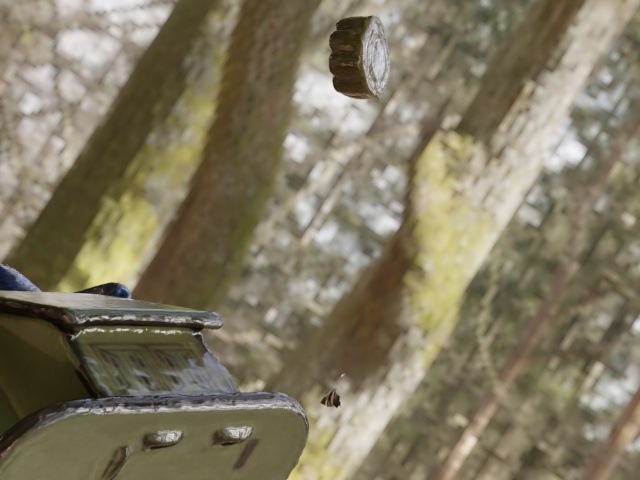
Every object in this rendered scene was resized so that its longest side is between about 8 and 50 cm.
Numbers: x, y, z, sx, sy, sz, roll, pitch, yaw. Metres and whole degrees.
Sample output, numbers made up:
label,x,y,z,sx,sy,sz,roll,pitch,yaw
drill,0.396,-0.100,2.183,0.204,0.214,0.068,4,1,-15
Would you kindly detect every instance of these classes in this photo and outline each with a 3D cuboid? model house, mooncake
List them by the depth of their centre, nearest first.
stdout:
label,x,y,z,sx,sy,sz,roll,pitch,yaw
model house,-0.179,0.086,1.063,0.218,0.205,0.278,5,34,-44
mooncake,0.012,0.005,1.293,0.057,0.346,0.150,23,17,21

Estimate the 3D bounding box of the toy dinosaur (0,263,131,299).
label,x,y,z,sx,sy,sz,roll,pitch,yaw
toy dinosaur,-0.226,0.033,1.410,0.075,0.188,0.247,43,16,-29
